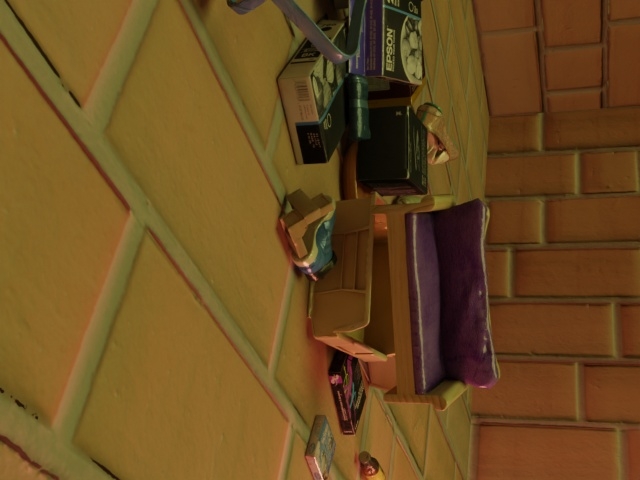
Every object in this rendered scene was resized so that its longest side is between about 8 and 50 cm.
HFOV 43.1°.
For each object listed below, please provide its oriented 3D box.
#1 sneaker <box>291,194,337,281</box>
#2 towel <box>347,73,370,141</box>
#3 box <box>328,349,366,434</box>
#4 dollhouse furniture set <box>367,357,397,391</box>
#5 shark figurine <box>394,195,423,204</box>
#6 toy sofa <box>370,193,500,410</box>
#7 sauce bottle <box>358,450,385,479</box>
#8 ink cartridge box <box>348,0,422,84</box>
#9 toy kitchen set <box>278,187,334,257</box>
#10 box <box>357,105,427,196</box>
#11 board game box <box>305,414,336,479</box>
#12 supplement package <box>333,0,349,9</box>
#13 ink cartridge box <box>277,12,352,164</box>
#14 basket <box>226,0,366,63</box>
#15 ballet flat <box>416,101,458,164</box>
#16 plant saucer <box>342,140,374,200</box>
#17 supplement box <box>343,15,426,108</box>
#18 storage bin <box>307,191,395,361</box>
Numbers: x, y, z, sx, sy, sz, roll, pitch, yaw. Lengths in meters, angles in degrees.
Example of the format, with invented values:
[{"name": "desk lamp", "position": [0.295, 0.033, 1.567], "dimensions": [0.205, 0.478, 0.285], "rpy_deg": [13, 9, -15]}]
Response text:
[{"name": "sneaker", "position": [-0.001, 0.000, 1.401], "dimensions": [0.084, 0.058, 0.152], "rpy_deg": [60, 37, -45]}, {"name": "towel", "position": [0.071, -0.244, 1.493], "dimensions": [0.067, 0.029, 0.119], "rpy_deg": [-11, 101, -71]}, {"name": "box", "position": [0.056, 0.288, 1.605], "dimensions": [0.116, 0.029, 0.162], "rpy_deg": [-64, 148, -55]}, {"name": "dollhouse furniture set", "position": [0.215, 0.216, 1.827], "dimensions": [0.242, 0.212, 0.161], "rpy_deg": [-28, 117, -40]}, {"name": "shark figurine", "position": [0.281, -0.054, 2.164], "dimensions": [0.116, 0.278, 0.166], "rpy_deg": [-59, -151, 23]}, {"name": "toy sofa", "position": [0.203, 0.101, 1.416], "dimensions": [0.150, 0.177, 0.362], "rpy_deg": [-8, 95, -65]}, {"name": "sauce bottle", "position": [0.109, 0.487, 1.731], "dimensions": [0.128, 0.042, 0.042], "rpy_deg": [67, 28, -52]}, {"name": "ink cartridge box", "position": [0.127, -0.409, 1.546], "dimensions": [0.208, 0.045, 0.206], "rpy_deg": [-5, 95, -52]}, {"name": "toy kitchen set", "position": [-0.025, -0.034, 1.332], "dimensions": [0.068, 0.083, 0.075], "rpy_deg": [48, -16, 44]}, {"name": "box", "position": [0.155, -0.183, 1.696], "dimensions": [0.207, 0.108, 0.153], "rpy_deg": [22, 68, -70]}, {"name": "board game box", "position": [0.002, 0.375, 1.447], "dimensions": [0.090, 0.020, 0.090], "rpy_deg": [-71, 152, -46]}, {"name": "supplement package", "position": [0.074, -0.563, 1.603], "dimensions": [0.105, 0.105, 0.179], "rpy_deg": [-60, 144, -57]}, {"name": "ink cartridge box", "position": [0.012, -0.286, 1.465], "dimensions": [0.332, 0.065, 0.165], "rpy_deg": [-68, 150, -52]}, {"name": "basket", "position": [-0.035, -0.402, 1.054], "dimensions": [0.289, 0.201, 0.254], "rpy_deg": [35, 49, -29]}, {"name": "ballet flat", "position": [0.335, -0.293, 2.428], "dimensions": [0.106, 0.108, 0.316], "rpy_deg": [-65, 149, -14]}, {"name": "plant saucer", "position": [0.085, -0.123, 1.712], "dimensions": [0.200, 0.037, 0.200], "rpy_deg": [-1, 90, -72]}, {"name": "supplement box", "position": [0.145, -0.410, 1.770], "dimensions": [0.191, 0.129, 0.194], "rpy_deg": [-57, 142, -60]}, {"name": "storage bin", "position": [0.091, 0.079, 1.529], "dimensions": [0.262, 0.123, 0.260], "rpy_deg": [35, 55, -59]}]
